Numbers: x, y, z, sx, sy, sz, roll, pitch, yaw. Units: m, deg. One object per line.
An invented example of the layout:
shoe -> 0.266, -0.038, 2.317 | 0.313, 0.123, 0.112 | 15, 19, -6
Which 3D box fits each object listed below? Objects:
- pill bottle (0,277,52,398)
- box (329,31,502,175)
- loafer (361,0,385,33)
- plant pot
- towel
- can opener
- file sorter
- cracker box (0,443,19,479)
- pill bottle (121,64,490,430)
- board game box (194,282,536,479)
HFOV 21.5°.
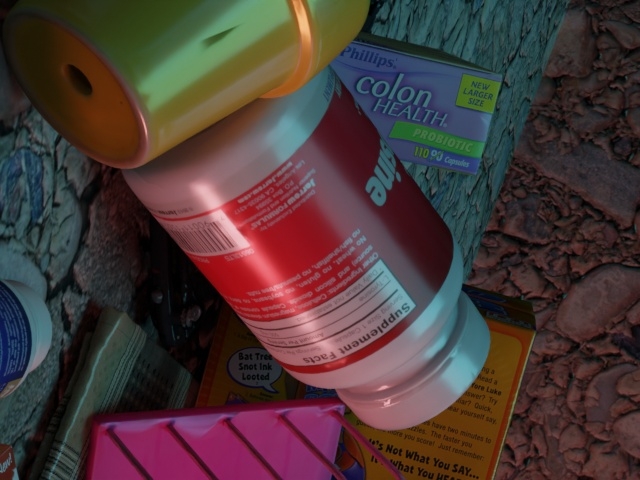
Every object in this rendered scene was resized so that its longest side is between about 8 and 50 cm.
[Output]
pill bottle -> -0.290, 0.081, 1.329 | 0.186, 0.112, 0.112 | -15, 120, -72
box -> 0.060, -0.171, 1.919 | 0.243, 0.213, 0.117 | -136, -121, -72
loafer -> 0.047, -0.331, 2.095 | 0.302, 0.095, 0.109 | 69, 41, -66
plant pot -> -0.127, -0.196, 1.411 | 0.239, 0.254, 0.254 | -45, 152, -28
towel -> -0.244, 0.249, 1.806 | 0.324, 0.056, 0.312 | -67, 160, -14
can opener -> -0.164, 0.029, 1.815 | 0.059, 0.073, 0.186 | -38, 134, -51
file sorter -> -0.080, 0.300, 1.732 | 0.290, 0.182, 0.202 | -1, 113, -31
cracker box -> -0.314, 0.312, 1.471 | 0.156, 0.067, 0.232 | -47, 134, -58
pill bottle -> 0.000, 0.000, 1.710 | 0.408, 0.229, 0.229 | 52, 48, -30
board game box -> 0.047, 0.212, 2.073 | 0.356, 0.356, 0.356 | -27, 133, -83
